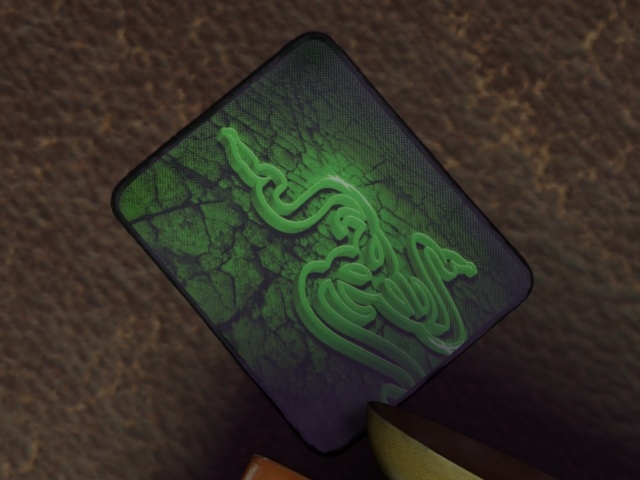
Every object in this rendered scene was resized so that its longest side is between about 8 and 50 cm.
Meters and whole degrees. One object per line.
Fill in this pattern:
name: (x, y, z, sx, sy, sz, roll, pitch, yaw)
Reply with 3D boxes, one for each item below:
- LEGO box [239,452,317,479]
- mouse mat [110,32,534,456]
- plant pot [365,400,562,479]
LEGO box: (0.036, 0.396, 0.711, 0.372, 0.193, 0.500, 21, 81, 38)
mouse mat: (0.000, 0.000, 0.948, 0.153, 0.007, 0.189, -40, 83, -4)
plant pot: (0.121, 0.139, 0.809, 0.236, 0.236, 0.032, 27, 91, 5)
